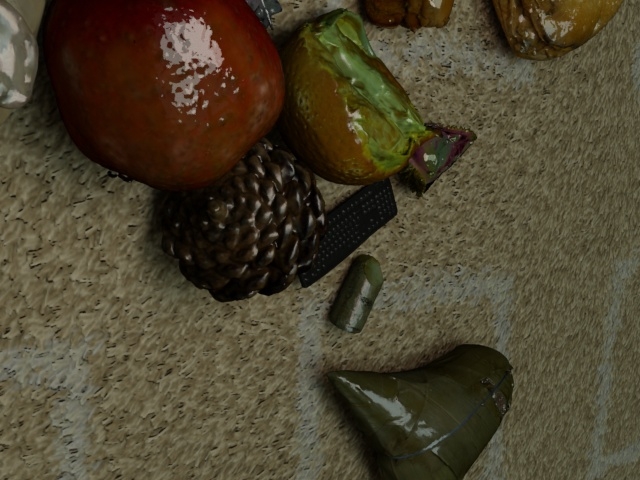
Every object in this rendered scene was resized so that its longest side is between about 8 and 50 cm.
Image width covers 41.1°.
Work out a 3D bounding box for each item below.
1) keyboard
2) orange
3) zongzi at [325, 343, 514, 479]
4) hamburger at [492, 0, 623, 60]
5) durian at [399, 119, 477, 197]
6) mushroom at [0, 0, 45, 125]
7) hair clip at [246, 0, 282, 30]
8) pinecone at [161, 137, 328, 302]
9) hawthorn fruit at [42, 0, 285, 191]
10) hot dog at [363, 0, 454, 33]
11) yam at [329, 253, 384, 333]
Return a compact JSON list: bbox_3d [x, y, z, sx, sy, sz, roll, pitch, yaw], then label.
[{"bbox_3d":[0.008,0.002,1.471,0.381,0.041,0.103,-34,120,-31],"label":"keyboard"},{"bbox_3d":[0.036,-0.218,1.320,0.262,0.196,0.334,60,34,-18],"label":"orange"},{"bbox_3d":[0.204,0.272,1.629,0.356,0.174,0.393,-47,120,-29],"label":"zongzi"},{"bbox_3d":[0.458,-0.502,1.667,0.314,0.170,0.290,-40,120,-27],"label":"hamburger"},{"bbox_3d":[0.191,-0.162,1.578,0.108,0.119,0.186,44,61,1],"label":"durian"},{"bbox_3d":[-0.398,-0.230,0.864,0.314,0.336,0.314,-22,122,-40],"label":"mushroom"},{"bbox_3d":[-0.093,-0.408,1.280,0.146,0.056,0.187,-30,116,-41],"label":"hair clip"},{"bbox_3d":[-0.099,-0.024,1.248,0.257,0.243,0.243,36,76,-45],"label":"pinecone"},{"bbox_3d":[-0.200,-0.245,1.046,0.284,0.284,0.369,-38,134,-29],"label":"hawthorn fruit"},{"bbox_3d":[0.168,-0.518,1.425,0.117,0.158,0.349,2,95,-60],"label":"hot dog"},{"bbox_3d":[0.070,0.096,1.529,0.069,0.069,0.146,33,79,-41],"label":"yam"}]
